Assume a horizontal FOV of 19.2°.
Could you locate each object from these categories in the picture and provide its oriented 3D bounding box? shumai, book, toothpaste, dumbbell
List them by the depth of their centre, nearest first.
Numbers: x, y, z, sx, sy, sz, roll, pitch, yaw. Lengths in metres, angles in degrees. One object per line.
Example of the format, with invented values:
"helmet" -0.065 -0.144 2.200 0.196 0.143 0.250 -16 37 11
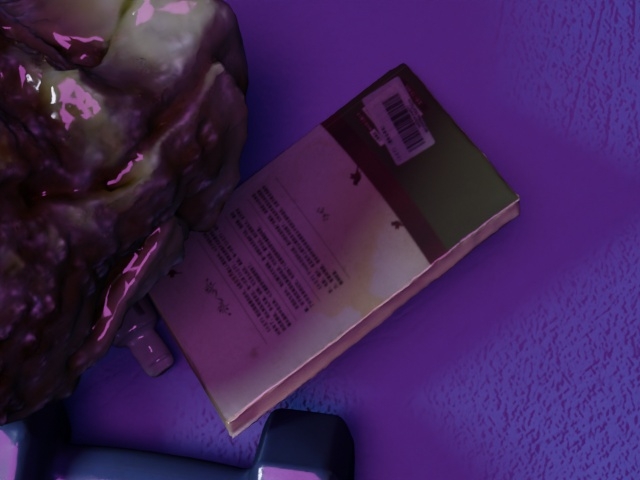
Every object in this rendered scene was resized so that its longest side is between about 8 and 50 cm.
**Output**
"shumai" -0.218 -0.077 1.404 0.348 0.395 0.395 -27 86 -10
"book" 0.000 0.000 1.511 0.289 0.026 0.201 -37 50 3
"dumbbell" -0.135 0.199 1.519 0.325 0.160 0.144 8 118 5
"toothpaste" -0.205 0.008 1.586 0.067 0.037 0.255 -36 81 1
